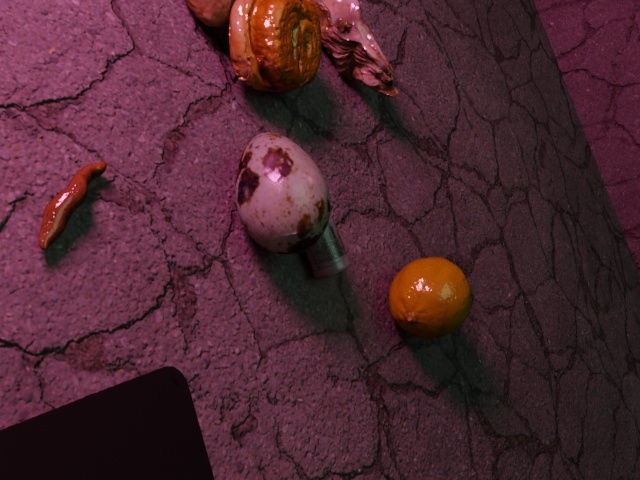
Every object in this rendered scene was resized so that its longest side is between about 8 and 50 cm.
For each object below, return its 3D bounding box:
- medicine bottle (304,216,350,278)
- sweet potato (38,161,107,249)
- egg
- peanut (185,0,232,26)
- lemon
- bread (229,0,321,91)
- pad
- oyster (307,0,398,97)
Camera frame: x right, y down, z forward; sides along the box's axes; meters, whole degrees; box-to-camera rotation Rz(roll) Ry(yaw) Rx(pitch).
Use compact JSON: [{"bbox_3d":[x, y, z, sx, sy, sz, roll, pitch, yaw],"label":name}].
[{"bbox_3d":[0.000,0.000,1.306,0.079,0.079,0.140,-26,95,-50],"label":"medicine bottle"},{"bbox_3d":[-0.360,-0.060,0.952,0.044,0.044,0.179,43,47,-29],"label":"sweet potato"},{"bbox_3d":[-0.072,-0.087,1.191,0.169,0.169,0.231,-2,70,-49],"label":"egg"},{"bbox_3d":[-0.223,-0.514,1.245,0.108,0.095,0.226,-14,88,-61],"label":"peanut"},{"bbox_3d":[0.240,0.128,1.454,0.203,0.178,0.178,-37,104,-50],"label":"lemon"},{"bbox_3d":[-0.085,-0.397,1.313,0.236,0.120,0.198,-19,110,-58],"label":"bread"},{"bbox_3d":[-0.288,0.362,0.883,0.375,0.063,0.315,-9,81,-60],"label":"pad"},{"bbox_3d":[0.062,-0.474,1.545,0.341,0.110,0.166,51,38,-18],"label":"oyster"}]
